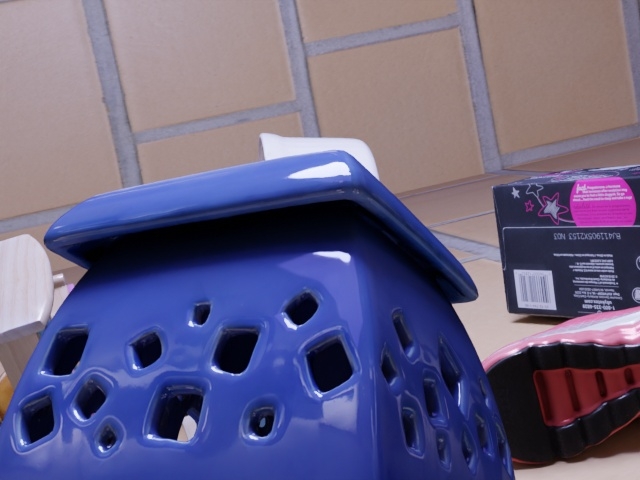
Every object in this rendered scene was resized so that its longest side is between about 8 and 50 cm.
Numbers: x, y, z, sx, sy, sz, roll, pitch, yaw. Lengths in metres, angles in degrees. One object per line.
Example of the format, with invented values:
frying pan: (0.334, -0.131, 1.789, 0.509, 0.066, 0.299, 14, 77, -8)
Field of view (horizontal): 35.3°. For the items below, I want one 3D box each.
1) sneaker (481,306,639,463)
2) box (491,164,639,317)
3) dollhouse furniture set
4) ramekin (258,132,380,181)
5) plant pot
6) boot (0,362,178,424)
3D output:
sneaker: (0.269, 0.086, 0.806, 0.313, 0.116, 0.136, -11, 7, 7)
box: (0.338, 0.001, 1.128, 0.142, 0.163, 0.247, -13, 8, -37)
dollhouse furniture set: (-0.138, 0.051, 0.952, 0.303, 0.198, 0.286, -18, 36, -10)
ramekin: (0.000, 0.000, 1.263, 0.135, 0.277, 0.277, -4, 7, -6)
plant pot: (-0.026, 0.083, 0.591, 0.236, 0.212, 0.236, -10, -23, 24)
boot: (-0.178, 0.143, 1.077, 0.295, 0.104, 0.211, -13, 7, -39)
